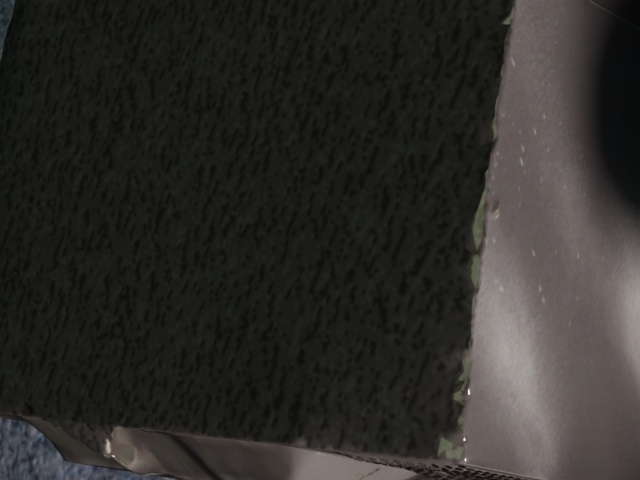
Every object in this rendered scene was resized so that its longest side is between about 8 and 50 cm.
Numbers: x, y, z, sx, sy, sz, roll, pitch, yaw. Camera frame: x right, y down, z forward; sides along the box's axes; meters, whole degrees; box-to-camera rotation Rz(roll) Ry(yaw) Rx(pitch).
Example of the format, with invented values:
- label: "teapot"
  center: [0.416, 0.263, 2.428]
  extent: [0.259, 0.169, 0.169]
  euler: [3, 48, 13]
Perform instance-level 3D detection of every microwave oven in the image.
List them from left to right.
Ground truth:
- label: "microwave oven"
  center: [0.000, 0.000, 1.211]
  extent: [0.432, 0.236, 0.374]
  euler: [0, 79, 40]
